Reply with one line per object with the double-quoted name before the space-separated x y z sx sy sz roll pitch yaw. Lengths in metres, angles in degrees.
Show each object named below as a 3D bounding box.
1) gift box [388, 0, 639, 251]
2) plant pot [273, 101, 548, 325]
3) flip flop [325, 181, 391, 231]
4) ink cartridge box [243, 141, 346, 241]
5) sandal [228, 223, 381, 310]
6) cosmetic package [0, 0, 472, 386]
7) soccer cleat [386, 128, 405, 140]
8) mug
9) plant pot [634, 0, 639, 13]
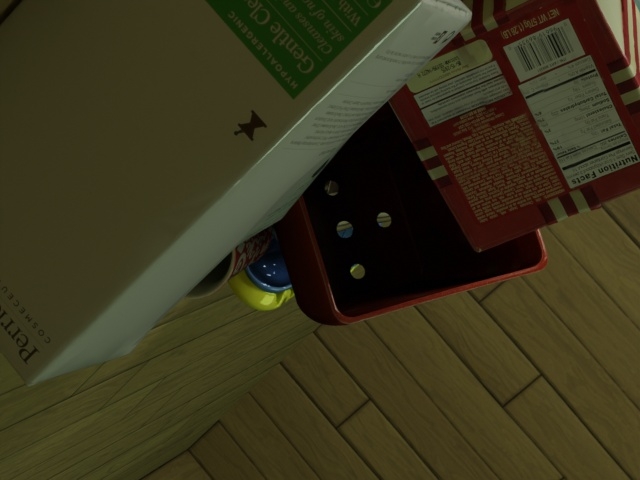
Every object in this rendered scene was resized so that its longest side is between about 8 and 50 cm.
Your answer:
"gift box" 0.212 -0.189 1.349 0.255 0.276 0.258 -18 -157 20
"plant pot" 0.066 -0.040 1.594 0.267 0.267 0.236 -14 172 -20
"flip flop" 0.050 -0.078 2.080 0.277 0.112 0.080 -15 123 -51
"ink cartridge box" -0.064 -0.113 1.211 0.223 0.129 0.307 -31 167 -47
"sandal" 0.000 0.000 2.137 0.317 0.126 0.138 -35 169 -44
"cosmetic package" -0.102 -0.096 0.908 0.365 0.197 0.155 -44 171 16
"soccer cleat" 0.106 -0.169 1.732 0.318 0.116 0.109 -46 171 30
"mug" -0.113 -0.012 1.604 0.150 0.113 0.169 -42 175 18
"plant pot" 0.412 -0.307 2.020 0.252 0.247 0.247 -2 144 -51
